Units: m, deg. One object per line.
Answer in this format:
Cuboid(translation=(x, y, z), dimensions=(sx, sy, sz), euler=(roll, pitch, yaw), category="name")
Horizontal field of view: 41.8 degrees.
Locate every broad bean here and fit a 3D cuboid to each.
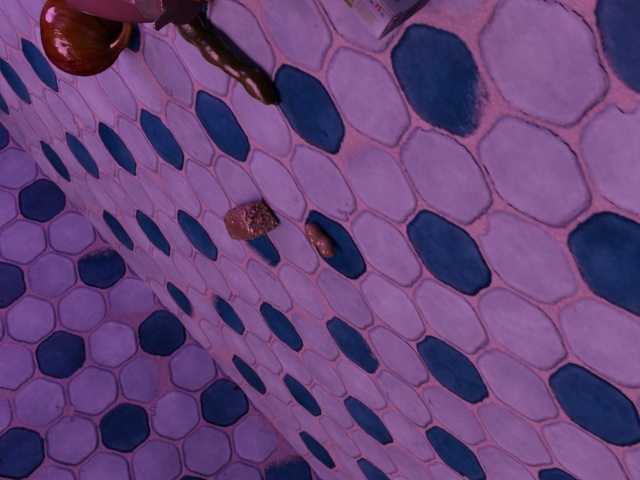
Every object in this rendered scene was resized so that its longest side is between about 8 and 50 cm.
Cuboid(translation=(-0.168, -0.320, 1.450), dimensions=(0.256, 0.052, 0.053), euler=(42, -163, 11), category="broad bean")

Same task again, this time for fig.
Cuboid(translation=(-0.464, -0.412, 1.714), dimensions=(0.207, 0.175, 0.175), euler=(21, 148, 14), category="fig")

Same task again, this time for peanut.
Cuboid(translation=(0.000, 0.000, 1.648), dimensions=(0.083, 0.037, 0.037), euler=(46, 157, 17), category="peanut")

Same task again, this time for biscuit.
Cuboid(translation=(-0.158, -0.038, 1.830), dimensions=(0.082, 0.070, 0.168), euler=(63, 157, -9), category="biscuit")

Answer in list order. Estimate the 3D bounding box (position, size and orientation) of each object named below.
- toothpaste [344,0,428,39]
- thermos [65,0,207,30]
Cuboid(translation=(-0.002, -0.397, 0.997), dimensions=(0.336, 0.081, 0.067), euler=(49, 160, 1), category="toothpaste")
Cuboid(translation=(-0.323, -0.434, 1.413), dimensions=(0.265, 0.176, 0.146), euler=(26, 110, 36), category="thermos")
